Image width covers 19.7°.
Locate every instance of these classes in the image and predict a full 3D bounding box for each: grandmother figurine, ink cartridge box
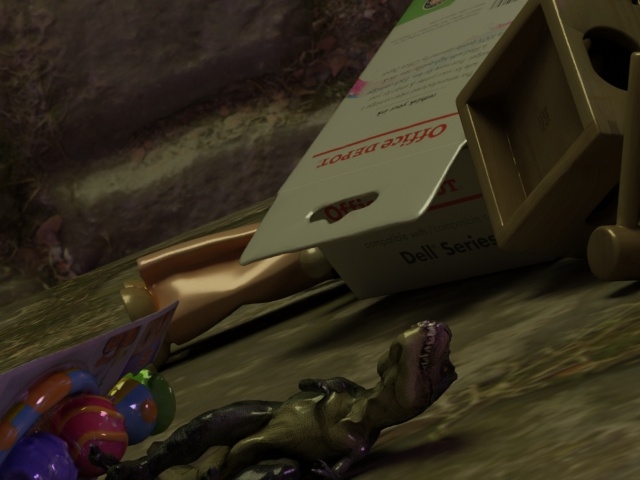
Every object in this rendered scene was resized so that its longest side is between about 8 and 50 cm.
[{"bbox_3d":[0.000,0.000,1.563,0.342,0.104,0.208,-25,15,-2],"label":"grandmother figurine"},{"bbox_3d":[0.111,-0.077,1.392,0.207,0.119,0.353,-14,33,46],"label":"ink cartridge box"}]

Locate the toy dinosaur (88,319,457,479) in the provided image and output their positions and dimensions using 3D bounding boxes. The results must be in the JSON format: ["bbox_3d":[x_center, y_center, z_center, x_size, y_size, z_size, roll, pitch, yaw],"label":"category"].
[{"bbox_3d":[-0.042,0.108,0.935,0.118,0.064,0.268,-21,-1,-44],"label":"toy dinosaur"}]

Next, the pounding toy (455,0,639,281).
[{"bbox_3d":[0.187,-0.058,1.147,0.094,0.206,0.181,5,-37,-26],"label":"pounding toy"}]

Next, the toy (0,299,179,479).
[{"bbox_3d":[-0.141,0.121,1.026,0.137,0.056,0.237,-63,-12,18],"label":"toy"}]
